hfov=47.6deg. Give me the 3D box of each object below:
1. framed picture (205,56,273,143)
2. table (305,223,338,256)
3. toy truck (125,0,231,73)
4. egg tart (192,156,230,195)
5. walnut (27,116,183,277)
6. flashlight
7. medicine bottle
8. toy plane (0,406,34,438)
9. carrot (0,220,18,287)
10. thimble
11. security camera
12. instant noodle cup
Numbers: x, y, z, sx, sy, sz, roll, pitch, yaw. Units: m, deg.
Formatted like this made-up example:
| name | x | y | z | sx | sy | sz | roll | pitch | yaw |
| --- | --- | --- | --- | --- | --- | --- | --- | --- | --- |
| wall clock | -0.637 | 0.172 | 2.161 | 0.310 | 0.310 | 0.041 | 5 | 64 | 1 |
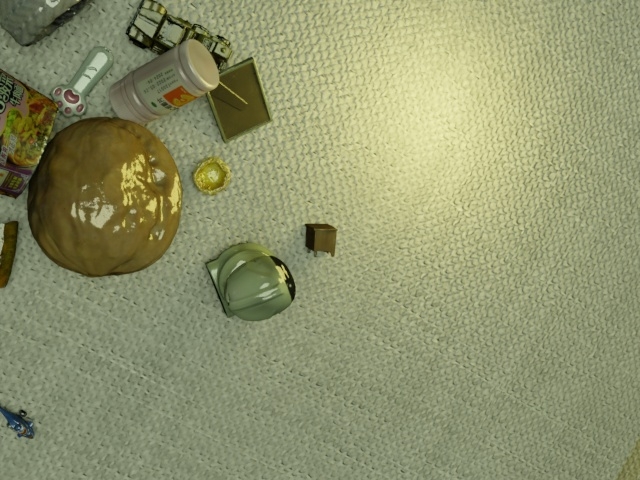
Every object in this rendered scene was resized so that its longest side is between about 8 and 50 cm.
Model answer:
| name | x | y | z | sx | sy | sz | roll | pitch | yaw |
| --- | --- | --- | --- | --- | --- | --- | --- | --- | --- |
| framed picture | -0.214 | -0.363 | 1.895 | 0.150 | 0.015 | 0.203 | -29 | 137 | -11 |
| table | 0.000 | 0.000 | 2.028 | 0.070 | 0.083 | 0.082 | 0 | 101 | -20 |
| toy truck | -0.353 | -0.505 | 1.834 | 0.257 | 0.127 | 0.127 | 26 | 90 | -15 |
| egg tart | -0.292 | -0.172 | 1.936 | 0.105 | 0.039 | 0.105 | -2 | 98 | -17 |
| walnut | -0.513 | -0.097 | 1.709 | 0.384 | 0.383 | 0.383 | -2 | 97 | -17 |
| flashlight | -0.589 | -0.398 | 1.811 | 0.093 | 0.047 | 0.200 | 38 | 86 | -18 |
| medicine bottle | -0.383 | -0.381 | 1.774 | 0.250 | 0.133 | 0.133 | -21 | 105 | 22 |
| toy plane | -0.793 | 0.448 | 1.849 | 0.167 | 0.062 | 0.054 | 45 | 83 | -7 |
| carrot | -0.794 | 0.033 | 1.785 | 0.082 | 0.082 | 0.173 | 9 | 92 | -18 |
| thimble | -0.647 | -0.575 | 1.683 | 0.246 | 0.217 | 0.157 | -38 | 105 | -2 |
| security camera | -0.171 | 0.114 | 1.885 | 0.191 | 0.277 | 0.196 | -22 | 102 | -13 |
| instant noodle cup | -0.774 | -0.252 | 1.647 | 0.266 | 0.340 | 0.339 | 26 | 89 | -29 |
